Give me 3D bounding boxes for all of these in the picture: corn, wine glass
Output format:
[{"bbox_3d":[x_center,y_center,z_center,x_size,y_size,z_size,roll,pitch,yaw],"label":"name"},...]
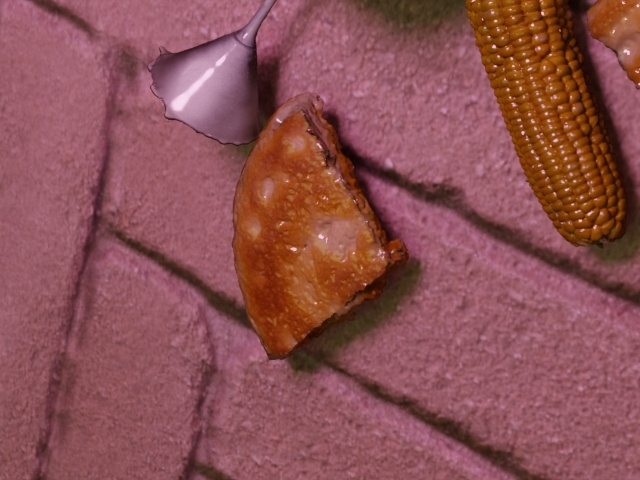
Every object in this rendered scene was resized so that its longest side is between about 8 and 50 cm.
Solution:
[{"bbox_3d":[0.221,-0.135,1.230,0.102,0.102,0.313,-13,98,37],"label":"corn"},{"bbox_3d":[-0.074,-0.236,1.382,0.156,0.156,0.232,47,122,14],"label":"wine glass"}]

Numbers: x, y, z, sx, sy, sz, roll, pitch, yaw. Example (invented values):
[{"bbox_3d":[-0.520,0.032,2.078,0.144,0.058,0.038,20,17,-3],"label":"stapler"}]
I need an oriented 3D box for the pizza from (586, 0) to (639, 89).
[{"bbox_3d":[0.380,-0.142,1.136,0.280,0.075,0.288,-9,101,41],"label":"pizza"}]

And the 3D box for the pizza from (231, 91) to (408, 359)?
[{"bbox_3d":[0.000,0.000,1.435,0.226,0.086,0.335,16,114,26],"label":"pizza"}]
